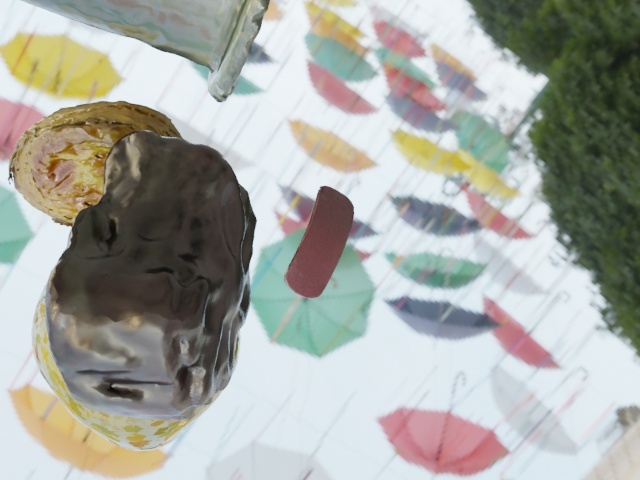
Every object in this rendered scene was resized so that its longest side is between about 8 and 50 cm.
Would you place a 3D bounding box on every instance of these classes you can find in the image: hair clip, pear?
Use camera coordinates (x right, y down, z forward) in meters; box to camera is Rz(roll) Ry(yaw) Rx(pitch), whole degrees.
[{"bbox_3d":[0.001,0.000,1.299,0.054,0.022,0.137,32,-113,-24],"label":"hair clip"},{"bbox_3d":[-0.319,0.172,1.987,0.362,0.418,0.362,5,-145,-3],"label":"pear"}]

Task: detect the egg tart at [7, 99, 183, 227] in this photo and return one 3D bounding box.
[{"bbox_3d":[-0.332,-0.128,1.733,0.297,0.297,0.132,17,-133,-35],"label":"egg tart"}]

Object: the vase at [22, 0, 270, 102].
[{"bbox_3d":[-0.181,-0.265,0.926,0.291,0.245,0.245,14,-150,-14],"label":"vase"}]

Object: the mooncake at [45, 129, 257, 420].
[{"bbox_3d":[-0.209,0.060,1.545,0.212,0.350,0.381,6,-118,6],"label":"mooncake"}]
